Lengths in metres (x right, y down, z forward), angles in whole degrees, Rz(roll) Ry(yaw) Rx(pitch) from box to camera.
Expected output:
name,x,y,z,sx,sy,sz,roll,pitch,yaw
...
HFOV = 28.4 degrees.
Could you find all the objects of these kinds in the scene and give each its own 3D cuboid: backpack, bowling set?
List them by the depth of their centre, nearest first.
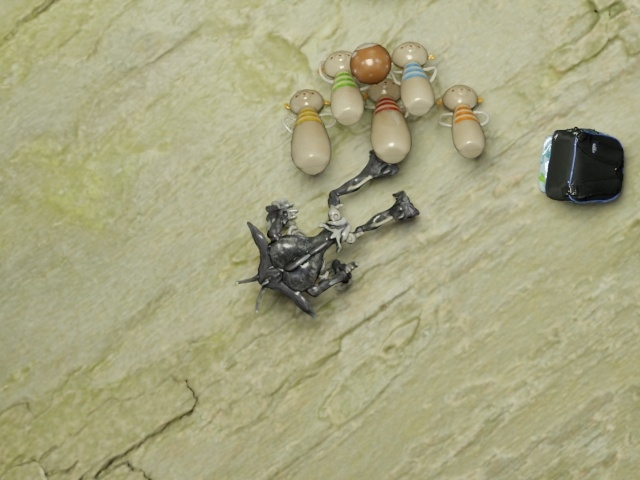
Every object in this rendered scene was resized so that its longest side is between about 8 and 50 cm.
name,x,y,z,sx,sy,sz,roll,pitch,yaw
bowling set,0.087,-0.214,1.701,0.287,0.154,0.200,-4,137,-1
backpack,0.361,-0.104,1.751,0.114,0.084,0.105,1,97,-37

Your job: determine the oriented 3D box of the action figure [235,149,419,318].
name,x,y,z,sx,sy,sz,roll,pitch,yaw
action figure,0.000,0.000,1.760,0.276,0.141,0.164,-35,93,-11
